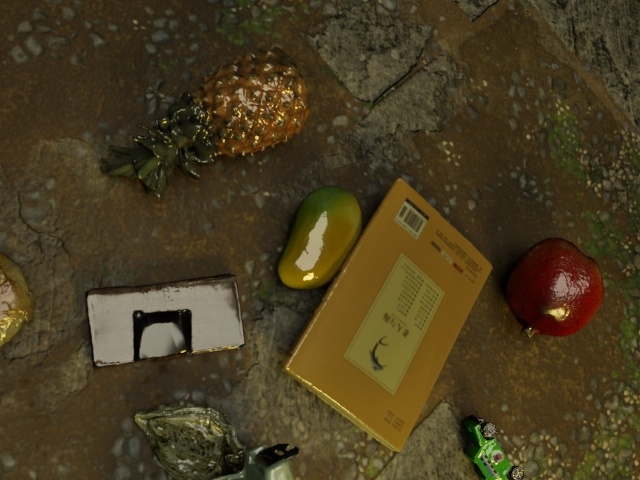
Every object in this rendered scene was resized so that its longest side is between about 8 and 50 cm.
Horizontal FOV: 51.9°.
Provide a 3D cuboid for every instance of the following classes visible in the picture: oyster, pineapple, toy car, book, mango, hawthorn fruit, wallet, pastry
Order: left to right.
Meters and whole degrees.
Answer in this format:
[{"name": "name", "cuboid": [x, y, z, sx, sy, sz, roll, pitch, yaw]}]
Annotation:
[{"name": "pastry", "cuboid": [-0.479, 0.085, 0.913, 0.154, 0.081, 0.153, 3, 81, -18]}, {"name": "wallet", "cuboid": [-0.236, 0.122, 1.010, 0.230, 0.042, 0.124, -5, 76, -22]}, {"name": "oyster", "cuboid": [-0.186, 0.302, 0.976, 0.125, 0.064, 0.177, -34, 99, -9]}, {"name": "pineapple", "cuboid": [-0.188, -0.182, 1.046, 0.341, 0.169, 0.169, -27, 87, -16]}, {"name": "mango", "cuboid": [0.003, 0.000, 1.102, 0.122, 0.086, 0.191, 27, 78, -27]}, {"name": "book", "cuboid": [0.129, 0.121, 1.107, 0.269, 0.032, 0.388, 42, 67, -21]}, {"name": "toy car", "cuboid": [0.292, 0.376, 1.115, 0.063, 0.071, 0.165, -31, 88, -9]}, {"name": "hawthorn fruit", "cuboid": [0.408, 0.093, 1.176, 0.188, 0.169, 0.169, -44, 93, -11]}]

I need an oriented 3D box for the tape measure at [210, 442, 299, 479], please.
[{"name": "tape measure", "cuboid": [-0.113, 0.444, 0.919, 0.246, 0.125, 0.243, -20, 96, -23]}]
